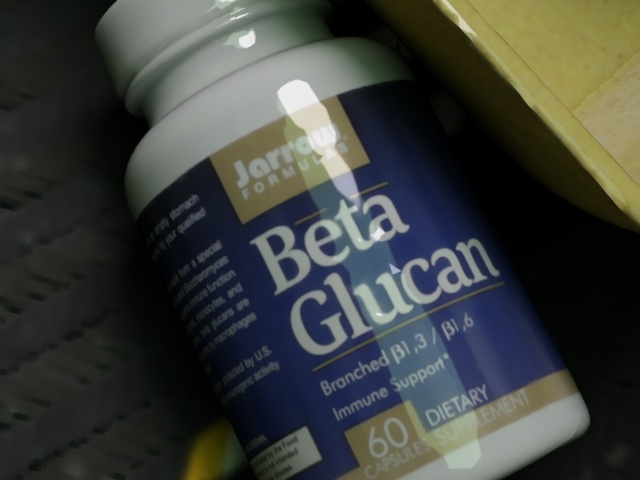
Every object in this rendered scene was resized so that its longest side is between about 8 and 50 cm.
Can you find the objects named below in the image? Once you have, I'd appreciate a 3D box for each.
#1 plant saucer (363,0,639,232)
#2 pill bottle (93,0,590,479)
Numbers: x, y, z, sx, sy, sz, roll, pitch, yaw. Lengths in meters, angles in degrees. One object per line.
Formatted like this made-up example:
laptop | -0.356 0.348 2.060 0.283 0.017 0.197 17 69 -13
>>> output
plant saucer | 0.067 -0.188 0.552 0.332 0.081 0.333 48 55 4
pill bottle | 0.000 0.000 0.491 0.094 0.094 0.169 -24 80 -20
